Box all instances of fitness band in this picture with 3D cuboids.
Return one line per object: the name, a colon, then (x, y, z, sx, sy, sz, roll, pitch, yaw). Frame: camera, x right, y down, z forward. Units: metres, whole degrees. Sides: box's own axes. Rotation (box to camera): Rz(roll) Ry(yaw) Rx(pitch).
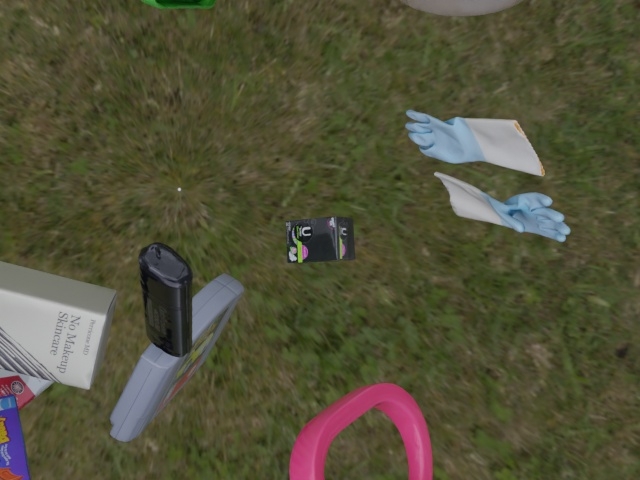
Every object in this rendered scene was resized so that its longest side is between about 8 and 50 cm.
fitness band: (0.065, 0.305, 1.523, 0.054, 0.291, 0.209, -23, 92, 35)

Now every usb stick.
usb stick: (-0.201, 0.083, 1.529, 0.077, 0.278, 0.045, 34, 66, 10)

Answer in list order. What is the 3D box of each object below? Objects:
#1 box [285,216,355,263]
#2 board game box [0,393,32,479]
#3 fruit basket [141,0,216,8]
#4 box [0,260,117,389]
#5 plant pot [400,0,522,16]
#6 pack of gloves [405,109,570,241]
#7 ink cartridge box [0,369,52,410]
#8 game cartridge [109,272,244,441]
box: (0.000, 0.000, 1.627, 0.083, 0.052, 0.062, -4, 86, 30)
board game box: (-0.417, 0.421, 1.591, 0.078, 0.233, 0.347, -11, 121, -15)
fruit basket: (-0.176, -0.520, 1.688, 0.392, 0.283, 0.392, 3, 102, 17)
box: (-0.403, 0.092, 1.458, 0.275, 0.094, 0.113, 13, 106, -4)
plant pot: (0.172, -0.436, 1.384, 0.323, 0.323, 0.280, -11, 131, -6)
pack of gloves: (0.193, -0.071, 1.438, 0.046, 0.232, 0.195, -47, 120, -17)
ink cartridge box: (-0.449, 0.165, 1.782, 0.176, 0.127, 0.128, -40, 96, -26)
game cartridge: (-0.219, 0.171, 1.828, 0.060, 0.294, 0.196, 30, 121, 7)
